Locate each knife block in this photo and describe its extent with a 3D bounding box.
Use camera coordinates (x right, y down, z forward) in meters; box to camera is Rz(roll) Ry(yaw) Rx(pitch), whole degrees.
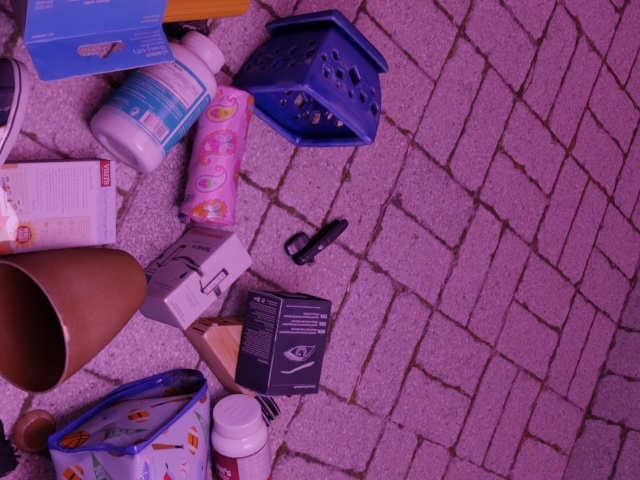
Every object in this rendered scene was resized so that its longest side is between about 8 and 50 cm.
[{"bbox_3d":[-0.177,0.287,1.901,0.276,0.088,0.242,3,95,-45],"label":"knife block"}]

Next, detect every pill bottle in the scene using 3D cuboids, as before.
[{"bbox_3d":[-0.169,0.442,1.886,0.121,0.121,0.221,-31,132,-36],"label":"pill bottle"},{"bbox_3d":[-0.291,-0.263,1.637,0.264,0.146,0.146,-54,129,-18],"label":"pill bottle"}]

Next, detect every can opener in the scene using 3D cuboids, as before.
[{"bbox_3d":[0.000,0.000,2.035,0.186,0.059,0.073,-33,119,-34],"label":"can opener"}]

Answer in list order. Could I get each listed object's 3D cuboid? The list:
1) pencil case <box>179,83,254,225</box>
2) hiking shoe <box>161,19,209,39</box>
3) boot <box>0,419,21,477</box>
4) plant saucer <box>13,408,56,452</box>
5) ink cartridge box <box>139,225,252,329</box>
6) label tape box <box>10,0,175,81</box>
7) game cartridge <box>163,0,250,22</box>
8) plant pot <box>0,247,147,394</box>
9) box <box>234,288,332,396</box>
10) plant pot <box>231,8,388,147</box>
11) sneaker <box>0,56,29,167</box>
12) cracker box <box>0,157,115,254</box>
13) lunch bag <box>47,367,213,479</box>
[{"bbox_3d":[-0.209,-0.168,1.761,0.124,0.124,0.284,8,93,-44],"label":"pencil case"},{"bbox_3d":[-0.306,-0.457,1.654,0.227,0.086,0.114,16,70,-46],"label":"hiking shoe"},{"bbox_3d":[-0.594,0.381,1.556,0.121,0.045,0.099,-29,120,-38],"label":"boot"},{"bbox_3d":[-0.524,0.354,1.635,0.083,0.015,0.083,-11,106,-42],"label":"plant saucer"},{"bbox_3d":[-0.257,0.068,1.741,0.203,0.148,0.086,-47,124,-28],"label":"ink cartridge box"},{"bbox_3d":[-0.375,-0.448,1.410,0.249,0.115,0.347,-18,86,-34],"label":"label tape box"},{"bbox_3d":[-0.302,-0.530,1.581,0.324,0.053,0.285,-17,88,-41],"label":"game cartridge"},{"bbox_3d":[-0.435,0.108,1.553,0.254,0.237,0.237,-29,118,-54],"label":"plant pot"},{"bbox_3d":[-0.077,0.213,1.847,0.153,0.108,0.207,9,92,-45],"label":"box"},{"bbox_3d":[-0.007,-0.341,1.849,0.236,0.236,0.212,35,68,-41],"label":"plant pot"},{"bbox_3d":[-0.575,-0.158,1.409,0.127,0.126,0.321,26,82,-49],"label":"sneaker"},{"bbox_3d":[-0.478,-0.064,1.562,0.232,0.067,0.155,-6,103,-42],"label":"cracker box"},{"bbox_3d":[-0.323,0.454,1.688,0.385,0.239,0.327,-34,122,-66],"label":"lunch bag"}]
